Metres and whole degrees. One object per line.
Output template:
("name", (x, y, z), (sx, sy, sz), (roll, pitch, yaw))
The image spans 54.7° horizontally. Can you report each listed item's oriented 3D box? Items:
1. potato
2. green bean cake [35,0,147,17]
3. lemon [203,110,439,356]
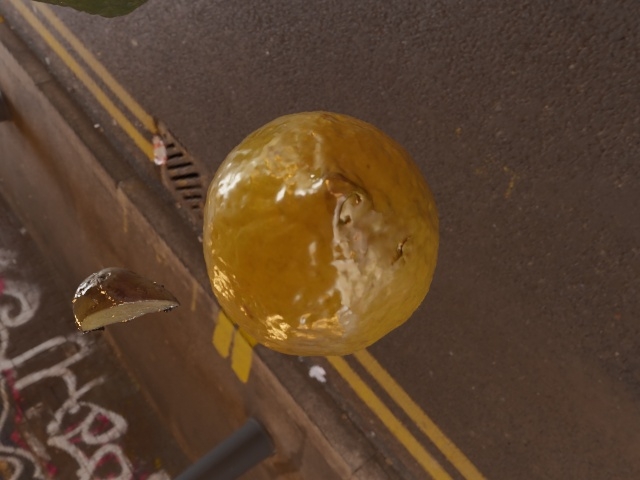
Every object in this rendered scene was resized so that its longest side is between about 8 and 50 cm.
("potato", (-0.333, 0.080, 1.035), (0.089, 0.172, 0.101), (90, 166, -61))
("green bean cake", (-0.267, -0.337, 0.654), (0.222, 0.227, 0.125), (-7, 93, 46))
("lemon", (0.000, 0.000, 0.493), (0.188, 0.188, 0.257), (53, 168, 13))
